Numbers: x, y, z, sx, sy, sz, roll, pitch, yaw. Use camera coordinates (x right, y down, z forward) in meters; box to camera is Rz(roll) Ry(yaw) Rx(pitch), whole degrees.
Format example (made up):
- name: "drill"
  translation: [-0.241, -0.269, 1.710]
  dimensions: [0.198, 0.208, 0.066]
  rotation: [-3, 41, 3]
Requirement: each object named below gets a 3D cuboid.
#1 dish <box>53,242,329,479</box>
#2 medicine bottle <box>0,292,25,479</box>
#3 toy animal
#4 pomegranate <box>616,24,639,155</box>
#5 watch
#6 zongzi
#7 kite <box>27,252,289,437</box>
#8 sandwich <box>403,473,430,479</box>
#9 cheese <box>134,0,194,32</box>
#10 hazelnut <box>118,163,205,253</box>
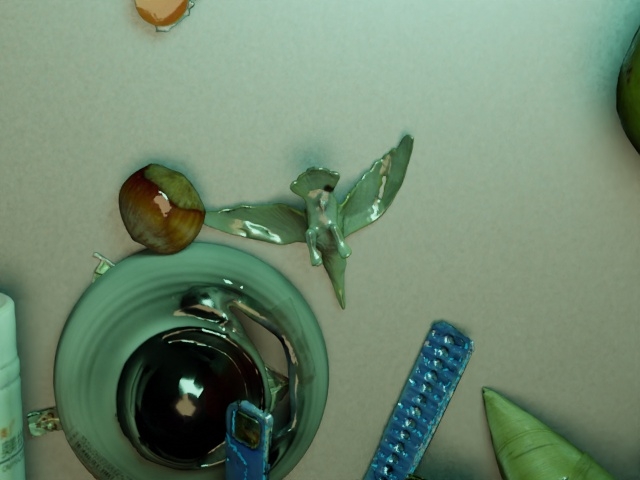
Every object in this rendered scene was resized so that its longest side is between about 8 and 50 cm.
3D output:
- name: "dish"
  translation: [-0.123, 0.147, 1.680]
  dimensions: [0.273, 0.134, 0.273]
  rotation: [-1, 101, -4]
- name: "medicine bottle"
  translation: [-0.360, 0.182, 1.680]
  dimensions: [0.152, 0.152, 0.254]
  rotation: [0, 103, -2]
- name: "toy animal"
  translation: [0.000, 0.000, 1.682]
  dimensions: [0.219, 0.095, 0.155]
  rotation: [-13, 98, 2]
- name: "pomegranate"
  translation: [0.419, -0.140, 1.550]
  dimensions: [0.291, 0.323, 0.290]
  rotation: [-1, 97, -6]
- name: "watch"
  translation: [0.021, 0.236, 1.725]
  dimensions: [0.276, 0.068, 0.274]
  rotation: [-17, 122, -35]
- name: "zongzi"
  translation: [0.271, 0.324, 1.774]
  dimensions: [0.154, 0.317, 0.289]
  rotation: [-27, 141, -13]
- name: "kite"
  translation: [-0.159, 0.164, 1.754]
  dimensions: [0.268, 0.013, 0.323]
  rotation: [-7, 102, -1]
- name: "sandwich"
  translation: [0.108, 0.316, 1.740]
  dimensions: [0.159, 0.079, 0.235]
  rotation: [-38, 132, -22]
- name: "cheese"
  translation: [-0.208, -0.301, 1.614]
  dimensions: [0.256, 0.037, 0.106]
  rotation: [42, 98, -14]
- name: "hazelnut"
  translation: [-0.153, -0.030, 1.679]
  dimensions: [0.086, 0.086, 0.086]
  rotation: [0, 103, -2]
